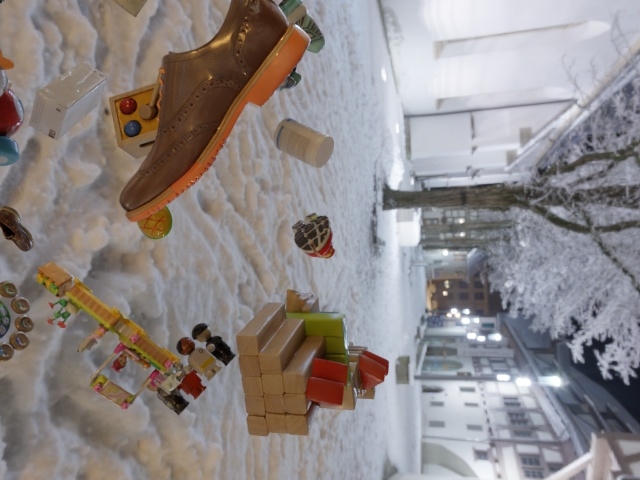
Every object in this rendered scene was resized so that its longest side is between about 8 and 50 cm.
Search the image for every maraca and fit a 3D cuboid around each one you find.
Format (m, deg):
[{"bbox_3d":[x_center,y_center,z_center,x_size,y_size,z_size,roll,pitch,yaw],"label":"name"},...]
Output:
[{"bbox_3d":[-0.593,-0.094,1.622,0.099,0.127,0.185,-52,119,-88],"label":"maraca"}]

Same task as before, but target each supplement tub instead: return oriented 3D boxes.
[{"bbox_3d":[-0.034,-0.197,0.926,0.071,0.107,0.071,-46,155,-29],"label":"supplement tub"}]

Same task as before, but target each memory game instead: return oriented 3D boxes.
[{"bbox_3d":[-0.615,0.138,0.845,0.186,0.012,0.186,54,21,-31],"label":"memory game"}]

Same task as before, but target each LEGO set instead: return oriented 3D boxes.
[{"bbox_3d":[-0.339,0.160,0.711,0.287,0.132,0.107,46,66,-19],"label":"LEGO set"}]

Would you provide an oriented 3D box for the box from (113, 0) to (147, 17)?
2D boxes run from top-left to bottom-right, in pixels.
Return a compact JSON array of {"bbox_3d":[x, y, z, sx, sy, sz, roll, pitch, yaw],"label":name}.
[{"bbox_3d":[-0.346,-0.589,0.893,0.127,0.232,0.148,31,34,-36],"label":"box"}]

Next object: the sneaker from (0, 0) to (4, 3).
[{"bbox_3d":[-0.834,-0.678,1.051,0.107,0.110,0.275,-52,140,-56],"label":"sneaker"}]

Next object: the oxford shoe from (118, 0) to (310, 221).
[{"bbox_3d":[-0.181,-0.184,0.645,0.133,0.363,0.130,39,7,-25],"label":"oxford shoe"}]

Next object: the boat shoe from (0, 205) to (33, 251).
[{"bbox_3d":[-0.966,-0.025,1.448,0.178,0.064,0.060,93,7,-46],"label":"boat shoe"}]

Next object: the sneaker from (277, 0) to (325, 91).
[{"bbox_3d":[-0.109,-0.320,0.881,0.122,0.283,0.110,43,35,-19],"label":"sneaker"}]

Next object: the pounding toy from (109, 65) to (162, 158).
[{"bbox_3d":[-0.343,-0.259,0.927,0.100,0.141,0.130,56,18,-78],"label":"pounding toy"}]

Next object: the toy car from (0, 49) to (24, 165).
[{"bbox_3d":[-0.657,-0.297,0.887,0.210,0.238,0.219,2,69,-56],"label":"toy car"}]

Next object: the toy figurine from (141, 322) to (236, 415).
[{"bbox_3d":[-0.363,0.348,1.279,0.148,0.213,0.209,43,6,4],"label":"toy figurine"}]

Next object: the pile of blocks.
[{"bbox_3d":[0.023,0.140,0.579,0.362,0.113,0.148,34,56,-71],"label":"pile of blocks"}]

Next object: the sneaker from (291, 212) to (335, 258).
[{"bbox_3d":[0.000,0.000,1.229,0.118,0.107,0.279,55,3,-14],"label":"sneaker"}]

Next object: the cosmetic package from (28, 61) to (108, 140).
[{"bbox_3d":[-0.684,-0.385,1.260,0.117,0.086,0.231,-48,-161,34],"label":"cosmetic package"}]
